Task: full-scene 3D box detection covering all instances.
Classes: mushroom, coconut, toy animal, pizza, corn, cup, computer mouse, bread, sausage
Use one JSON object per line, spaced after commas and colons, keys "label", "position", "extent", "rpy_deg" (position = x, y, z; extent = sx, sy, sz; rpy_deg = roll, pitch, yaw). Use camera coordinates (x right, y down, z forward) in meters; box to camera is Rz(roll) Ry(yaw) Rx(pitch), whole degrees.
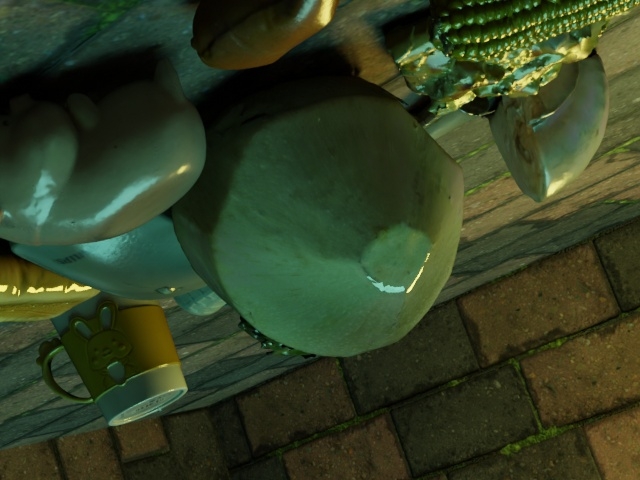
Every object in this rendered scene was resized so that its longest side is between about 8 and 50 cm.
{"label": "mushroom", "position": [0.345, -0.161, 1.591], "extent": [0.162, 0.173, 0.236], "rpy_deg": [-21, 168, -5]}
{"label": "coconut", "position": [0.003, -0.029, 1.339], "extent": [0.352, 0.353, 0.352], "rpy_deg": [-19, 168, -4]}
{"label": "toy animal", "position": [-0.233, -0.074, 1.113], "extent": [0.250, 0.154, 0.166], "rpy_deg": [-15, 176, -7]}
{"label": "pizza", "position": [0.207, -0.217, 1.343], "extent": [0.323, 0.089, 0.223], "rpy_deg": [-15, 164, -19]}
{"label": "corn", "position": [0.253, -0.260, 1.179], "extent": [0.312, 0.102, 0.102], "rpy_deg": [-18, 168, -9]}
{"label": "cup", "position": [-0.357, 0.194, 1.932], "extent": [0.241, 0.226, 0.185], "rpy_deg": [-29, 167, 6]}
{"label": "computer mouse", "position": [-0.256, 0.018, 1.498], "extent": [0.197, 0.095, 0.331], "rpy_deg": [-21, 152, 24]}
{"label": "bread", "position": [-0.426, 0.057, 1.533], "extent": [0.142, 0.091, 0.305], "rpy_deg": [-31, 164, 24]}
{"label": "sausage", "position": [-0.042, -0.205, 0.993], "extent": [0.089, 0.089, 0.179], "rpy_deg": [-7, 168, -45]}

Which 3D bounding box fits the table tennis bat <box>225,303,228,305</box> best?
{"label": "table tennis bat", "position": [-0.057, 0.041, 2.030], "extent": [0.329, 0.044, 0.215], "rpy_deg": [-25, -165, -22]}

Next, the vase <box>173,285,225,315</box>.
{"label": "vase", "position": [-0.123, 0.025, 1.791], "extent": [0.143, 0.143, 0.299], "rpy_deg": [-9, 168, -40]}

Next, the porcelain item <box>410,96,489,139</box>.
{"label": "porcelain item", "position": [0.137, -0.149, 1.591], "extent": [0.084, 0.054, 0.213], "rpy_deg": [-5, 161, -41]}

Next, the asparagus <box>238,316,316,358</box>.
{"label": "asparagus", "position": [0.000, 0.000, 1.618], "extent": [0.108, 0.128, 0.382], "rpy_deg": [-21, -145, 44]}
